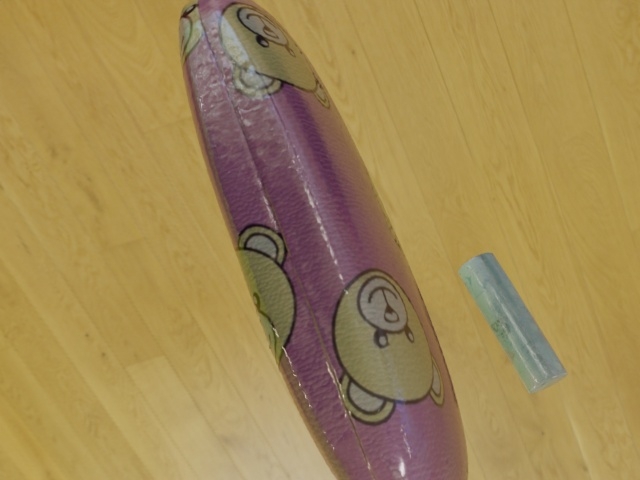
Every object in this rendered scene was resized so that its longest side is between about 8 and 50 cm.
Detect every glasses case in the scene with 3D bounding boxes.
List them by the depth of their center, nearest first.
[{"bbox_3d":[0.000,0.000,0.392,0.076,0.123,0.316,-26,72,15],"label":"glasses case"}]

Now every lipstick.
[{"bbox_3d":[0.211,0.090,0.781,0.048,0.048,0.158,-38,62,23],"label":"lipstick"}]
